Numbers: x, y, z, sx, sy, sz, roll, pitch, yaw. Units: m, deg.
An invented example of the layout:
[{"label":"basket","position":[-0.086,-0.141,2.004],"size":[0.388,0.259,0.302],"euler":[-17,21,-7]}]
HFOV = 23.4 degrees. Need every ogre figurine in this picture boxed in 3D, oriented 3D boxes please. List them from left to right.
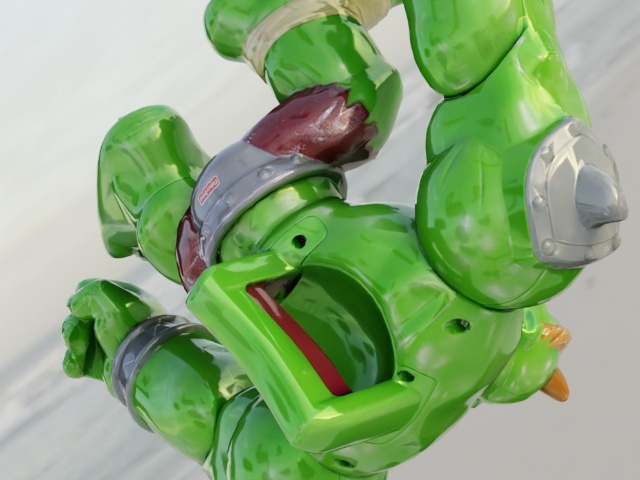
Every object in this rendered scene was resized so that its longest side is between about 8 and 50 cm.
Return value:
[{"label":"ogre figurine","position":[0.000,0.000,0.371],"size":[0.197,0.118,0.097],"euler":[-42,-32,18]}]
